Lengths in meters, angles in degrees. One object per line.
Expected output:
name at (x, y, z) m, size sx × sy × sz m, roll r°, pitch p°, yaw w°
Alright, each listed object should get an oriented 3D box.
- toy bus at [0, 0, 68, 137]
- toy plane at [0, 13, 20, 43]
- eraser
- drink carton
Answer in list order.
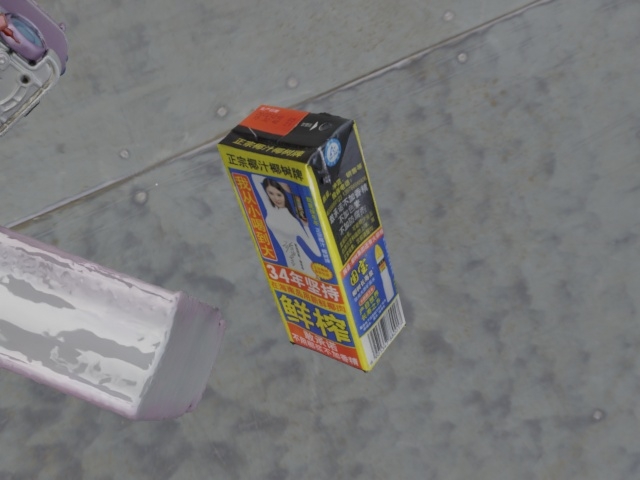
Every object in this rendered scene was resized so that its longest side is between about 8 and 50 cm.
toy bus at (-0.376, -0.222, 0.808) m, size 0.142 × 0.142 × 0.202 m, roll -39°, pitch 123°, yaw 12°
toy plane at (-0.308, -0.249, 0.656) m, size 0.126 × 0.077 × 0.194 m, roll 2°, pitch 119°, yaw -31°
eraser at (-0.286, 0.054, 0.723) m, size 0.359 × 0.272 × 0.122 m, roll 19°, pitch 81°, yaw 4°
drink carton at (0.000, 0.000, 0.476) m, size 0.056 × 0.071 × 0.166 m, roll -48°, pitch 138°, yaw -35°
